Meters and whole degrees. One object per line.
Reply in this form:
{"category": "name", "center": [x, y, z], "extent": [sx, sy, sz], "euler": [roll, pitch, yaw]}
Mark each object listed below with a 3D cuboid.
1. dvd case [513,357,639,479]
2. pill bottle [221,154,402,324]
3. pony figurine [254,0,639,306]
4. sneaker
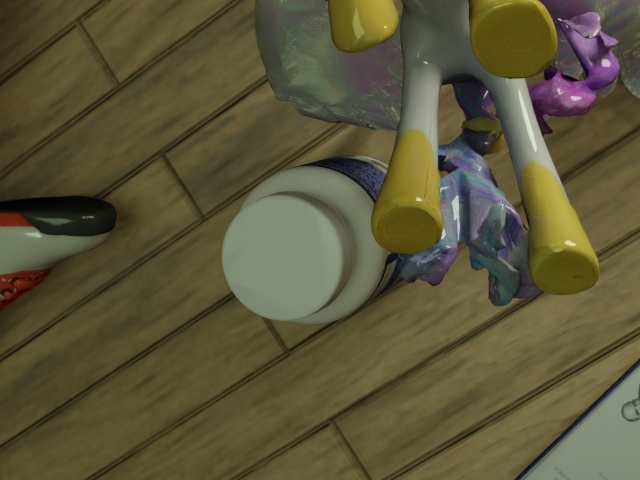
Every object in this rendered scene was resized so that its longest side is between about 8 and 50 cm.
{"category": "dvd case", "center": [0.268, 0.177, 1.091], "extent": [0.179, 0.029, 0.239], "euler": [45, 107, 6]}
{"category": "pill bottle", "center": [0.000, 0.000, 1.063], "extent": [0.112, 0.186, 0.112], "euler": [2, 97, 16]}
{"category": "pony figurine", "center": [0.086, -0.142, 0.920], "extent": [0.303, 0.363, 0.351], "euler": [-12, 138, 10]}
{"category": "sneaker", "center": [-0.276, 0.045, 1.203], "extent": [0.270, 0.090, 0.145], "euler": [-4, 97, 20]}
